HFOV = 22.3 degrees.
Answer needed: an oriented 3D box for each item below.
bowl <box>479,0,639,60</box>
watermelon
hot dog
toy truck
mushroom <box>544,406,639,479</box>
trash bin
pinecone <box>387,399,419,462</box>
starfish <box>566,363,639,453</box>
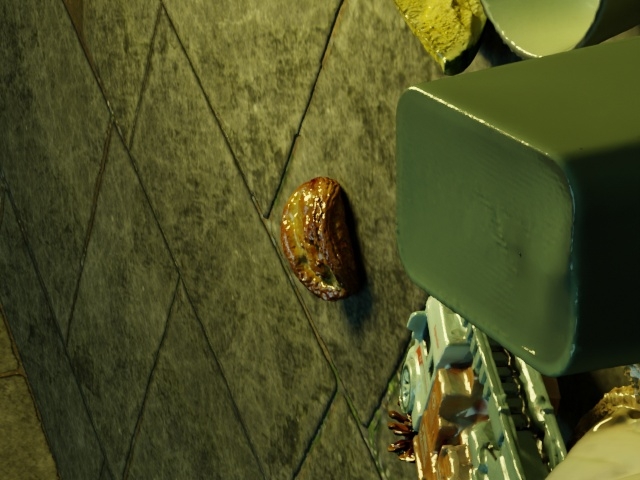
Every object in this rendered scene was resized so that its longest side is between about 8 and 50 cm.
[{"bbox_3d":[0.209,-0.246,1.273,0.211,0.112,0.211,34,129,58],"label":"bowl"},{"bbox_3d":[0.106,-0.222,1.543,0.181,0.092,0.075,55,161,28],"label":"watermelon"},{"bbox_3d":[0.001,0.000,1.888,0.099,0.065,0.147,-15,84,56],"label":"hot dog"},{"bbox_3d":[0.154,0.154,1.444,0.184,0.133,0.338,99,169,-45],"label":"toy truck"},{"bbox_3d":[0.330,0.265,1.047,0.397,0.224,0.313,-9,114,43],"label":"mushroom"},{"bbox_3d":[0.242,-0.033,1.009,0.223,0.343,0.158,35,133,56],"label":"trash bin"},{"bbox_3d":[0.120,0.181,1.676,0.102,0.102,0.109,9,80,64],"label":"pinecone"},{"bbox_3d":[0.282,0.141,1.327,0.299,0.060,0.302,31,137,61],"label":"starfish"}]
